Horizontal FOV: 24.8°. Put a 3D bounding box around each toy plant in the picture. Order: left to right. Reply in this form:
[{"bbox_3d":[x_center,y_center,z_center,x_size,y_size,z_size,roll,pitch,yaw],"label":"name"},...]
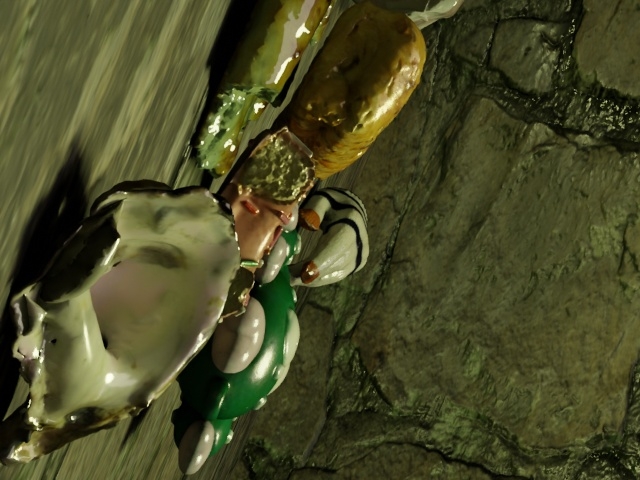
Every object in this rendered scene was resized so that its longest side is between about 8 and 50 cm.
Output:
[{"bbox_3d":[-0.078,0.088,1.365,0.232,0.112,0.243,112,-3,-54],"label":"toy plant"}]

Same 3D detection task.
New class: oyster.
[{"bbox_3d":[-0.122,0.041,0.773,0.191,0.081,0.163,-52,153,1],"label":"oyster"}]

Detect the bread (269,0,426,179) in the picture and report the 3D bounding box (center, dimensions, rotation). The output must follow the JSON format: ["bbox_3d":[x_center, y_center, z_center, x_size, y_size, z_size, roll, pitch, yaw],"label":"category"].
[{"bbox_3d":[0.020,-0.115,1.164,0.114,0.083,0.211,-55,-178,-10],"label":"bread"}]

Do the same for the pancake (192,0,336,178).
[{"bbox_3d":[0.016,-0.220,1.115,0.427,0.066,0.305,-65,179,-58],"label":"pancake"}]

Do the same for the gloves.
[{"bbox_3d":[0.013,0.007,2.227,0.219,0.131,0.140,-79,-173,-60],"label":"gloves"}]

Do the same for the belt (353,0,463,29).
[{"bbox_3d":[0.095,-0.290,1.340,0.124,0.128,0.201,-30,145,-84],"label":"belt"}]

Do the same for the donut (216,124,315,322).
[{"bbox_3d":[-0.062,-0.011,1.153,0.166,0.065,0.117,-58,-172,-2],"label":"donut"}]
